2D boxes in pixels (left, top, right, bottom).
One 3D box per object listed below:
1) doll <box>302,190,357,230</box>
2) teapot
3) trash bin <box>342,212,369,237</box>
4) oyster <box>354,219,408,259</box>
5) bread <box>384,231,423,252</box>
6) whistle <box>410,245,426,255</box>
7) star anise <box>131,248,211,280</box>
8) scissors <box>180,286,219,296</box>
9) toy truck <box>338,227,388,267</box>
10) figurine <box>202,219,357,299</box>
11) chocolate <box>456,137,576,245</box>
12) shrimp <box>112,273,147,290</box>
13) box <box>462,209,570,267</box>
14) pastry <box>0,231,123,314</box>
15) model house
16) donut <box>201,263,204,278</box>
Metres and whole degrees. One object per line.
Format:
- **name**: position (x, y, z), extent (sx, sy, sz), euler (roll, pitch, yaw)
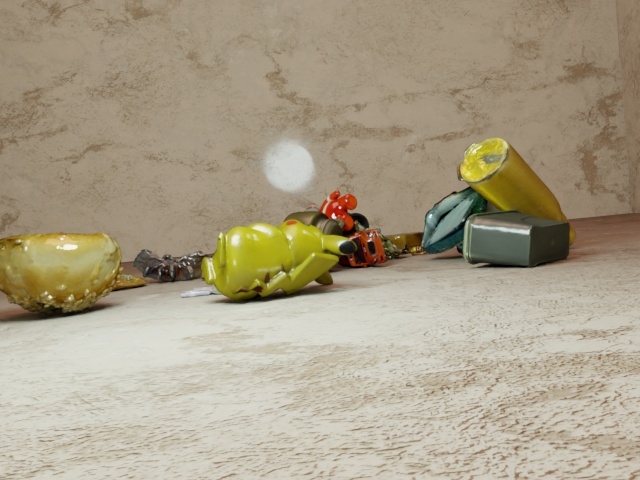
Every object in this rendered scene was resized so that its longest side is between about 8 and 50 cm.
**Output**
- **doll**: position (0.000, -0.053, 2.162), extent (0.105, 0.199, 0.336), euler (24, -27, -30)
- **teapot**: position (0.000, 0.000, 1.907), extent (0.175, 0.185, 0.267), euler (2, 30, 26)
- **trash bin**: position (0.057, -0.040, 2.304), extent (0.175, 0.175, 0.161), euler (-8, 25, -44)
- **oyster**: position (0.191, 0.004, 2.202), extent (0.223, 0.083, 0.214), euler (33, -5, -20)
- **bread**: position (0.290, 0.012, 2.463), extent (0.236, 0.069, 0.236), euler (-7, 2, 0)
- **whistle**: position (0.365, 0.037, 2.242), extent (0.109, 0.057, 0.046), euler (-14, -46, 24)
- **star anise**: position (-0.499, 0.082, 2.143), extent (0.258, 0.110, 0.198), euler (3, 7, 32)
- **scissors**: position (-0.260, 0.128, 1.598), extent (0.189, 0.015, 0.100), euler (-2, 5, 32)
- **toy truck**: position (0.120, 0.028, 2.002), extent (0.114, 0.107, 0.253), euler (-15, 2, -11)
- **figurine**: position (-0.088, 0.039, 1.434), extent (0.327, 0.169, 0.218), euler (-14, -17, -31)
- **chocolate**: position (0.578, -0.114, 1.844), extent (0.445, 0.162, 0.162), euler (36, -23, -32)
- **shrimp**: position (-0.622, 0.130, 1.990), extent (0.115, 0.051, 0.217), euler (-2, 1, 21)
- **box**: position (0.508, 0.001, 1.643), extent (0.178, 0.138, 0.274), euler (9, 12, 44)
- **pastry**: position (-0.618, 0.080, 1.499), extent (0.316, 0.184, 0.284), euler (-5, -4, 33)
- **model house**: position (0.490, -0.019, 1.957), extent (0.291, 0.184, 0.253), euler (25, -33, -18)
- **donut**: position (-0.291, 0.081, 2.062), extent (0.190, 0.074, 0.174), euler (-5, 3, 25)
